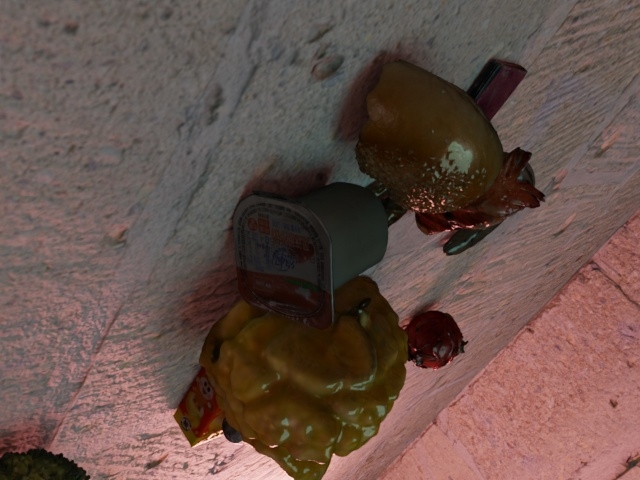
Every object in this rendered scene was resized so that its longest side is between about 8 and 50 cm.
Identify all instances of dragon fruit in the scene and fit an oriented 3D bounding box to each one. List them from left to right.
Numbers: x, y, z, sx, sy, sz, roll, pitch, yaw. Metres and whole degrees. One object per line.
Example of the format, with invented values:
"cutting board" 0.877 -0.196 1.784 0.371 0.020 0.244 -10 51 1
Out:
"dragon fruit" 0.330 0.291 1.984 0.209 0.172 0.172 -6 139 -38

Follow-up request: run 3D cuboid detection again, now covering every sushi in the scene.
"sushi" 0.278 -0.083 1.256 0.129 0.124 0.332 -26 -175 -18

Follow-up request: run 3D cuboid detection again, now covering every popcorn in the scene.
"popcorn" -0.020 0.228 1.136 0.348 0.349 0.382 -23 138 -33

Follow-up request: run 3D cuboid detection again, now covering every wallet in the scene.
"wallet" 0.277 -0.223 1.233 0.119 0.025 0.232 -11 143 -48

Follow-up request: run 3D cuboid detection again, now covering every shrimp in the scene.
"shrimp" 0.107 -0.053 1.239 0.187 0.052 0.132 -40 156 6

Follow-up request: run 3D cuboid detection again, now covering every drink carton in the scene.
"drink carton" 0.000 0.000 1.019 0.189 0.185 0.191 -24 119 -43

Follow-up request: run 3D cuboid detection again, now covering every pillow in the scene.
"pillow" 0.399 -0.032 1.684 0.241 0.051 0.093 -40 155 -7

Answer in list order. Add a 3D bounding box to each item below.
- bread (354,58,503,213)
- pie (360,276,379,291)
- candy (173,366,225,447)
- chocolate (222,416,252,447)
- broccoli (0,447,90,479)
"bread" 0.177 -0.126 1.036 0.171 0.192 0.314 -61 162 -7
"pie" 0.091 0.123 1.531 0.088 0.033 0.191 -51 149 4
"candy" -0.176 0.287 1.359 0.146 0.088 0.276 -10 142 -46
"chocolate" -0.146 0.380 1.367 0.072 0.072 0.167 -41 155 1
"broccoli" -0.500 0.457 1.038 0.288 0.235 0.260 -61 -177 22
